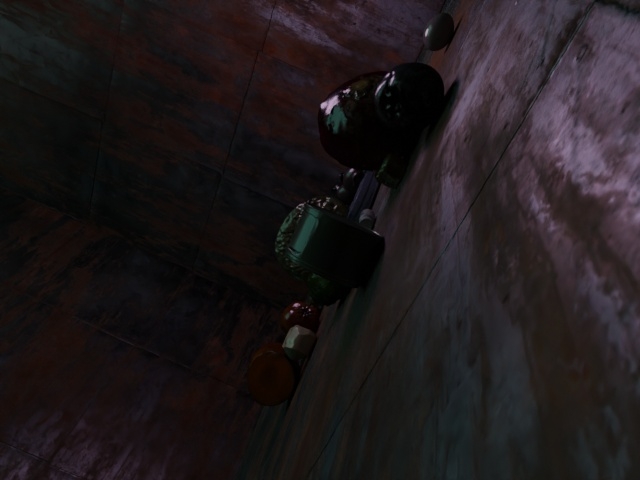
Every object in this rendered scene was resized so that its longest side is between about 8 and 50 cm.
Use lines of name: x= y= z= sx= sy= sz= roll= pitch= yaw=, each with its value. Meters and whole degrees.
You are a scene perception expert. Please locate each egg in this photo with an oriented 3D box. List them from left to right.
egg: x=0.428 y=-0.755 z=1.915 sx=0.135 sy=0.103 sz=0.103 roll=-63 pitch=2 yaw=17

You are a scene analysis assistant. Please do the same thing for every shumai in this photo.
shumai: x=0.000 y=0.000 z=2.419 sx=0.398 sy=0.324 sz=0.323 roll=-61 pitch=-13 yaw=3

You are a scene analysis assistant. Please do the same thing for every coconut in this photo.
coconut: x=-0.081 y=0.386 z=1.960 sx=0.116 sy=0.116 sz=0.122 roll=117 pitch=177 yaw=-71

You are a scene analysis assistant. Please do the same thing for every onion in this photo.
onion: x=0.170 y=-0.344 z=1.731 sx=0.348 sy=0.347 sz=0.385 roll=-67 pitch=-33 yaw=-36

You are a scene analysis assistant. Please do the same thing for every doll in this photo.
doll: x=0.156 y=-0.257 z=2.429 sx=0.117 sy=0.181 sz=0.257 roll=-49 pitch=-14 yaw=-41

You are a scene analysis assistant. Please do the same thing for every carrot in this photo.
carrot: x=-0.179 y=0.492 z=2.054 sx=0.331 sy=0.193 sz=0.215 roll=42 pitch=-132 yaw=-87

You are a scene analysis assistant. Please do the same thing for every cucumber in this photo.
cucumber: x=0.040 y=0.126 z=1.672 sx=0.244 sy=0.134 sz=0.134 roll=126 pitch=168 yaw=-70

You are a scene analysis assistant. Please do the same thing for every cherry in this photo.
cherry: x=0.240 y=-0.382 z=1.395 sx=0.195 sy=0.195 sz=0.195 roll=-156 pitch=90 yaw=-89

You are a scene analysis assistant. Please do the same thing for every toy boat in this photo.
toy boat: x=0.178 y=-0.166 z=2.163 sx=0.283 sy=0.078 sz=0.127 roll=-66 pitch=4 yaw=-38

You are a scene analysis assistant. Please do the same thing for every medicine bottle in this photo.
medicine bottle: x=0.155 y=-0.068 z=1.768 sx=0.089 sy=0.052 sz=0.052 roll=-69 pitch=4 yaw=-66

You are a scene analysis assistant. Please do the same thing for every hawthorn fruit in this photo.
hawthorn fruit: x=-0.113 y=0.381 z=2.189 sx=0.286 sy=0.165 sz=0.165 roll=-62 pitch=3 yaw=30

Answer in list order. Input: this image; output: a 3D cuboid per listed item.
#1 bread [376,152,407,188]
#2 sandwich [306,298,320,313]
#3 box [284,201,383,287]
bread: x=0.211 y=-0.206 z=1.574 sx=0.083 sy=0.070 sz=0.077 roll=-64 pitch=1 yaw=-28
sandwich: x=-0.049 y=0.349 z=2.363 sx=0.159 sy=0.079 sz=0.235 roll=-55 pitch=7 yaw=13
box: x=0.033 y=0.011 z=1.391 sx=0.226 sy=0.226 sz=0.150 roll=-77 pitch=11 yaw=-84
